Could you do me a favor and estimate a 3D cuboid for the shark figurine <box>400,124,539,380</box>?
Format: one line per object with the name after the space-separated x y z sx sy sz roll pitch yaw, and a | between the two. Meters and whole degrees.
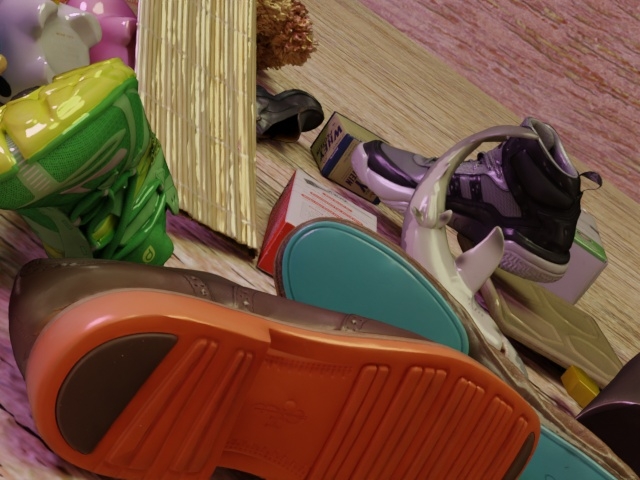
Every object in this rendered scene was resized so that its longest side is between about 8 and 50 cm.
0.114 0.006 1.186 0.166 0.278 0.116 6 -23 -1 | shark figurine

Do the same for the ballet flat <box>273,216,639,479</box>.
0.103 0.119 0.911 0.342 0.116 0.124 39 -3 14 | ballet flat

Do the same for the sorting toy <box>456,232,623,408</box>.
0.250 0.114 1.309 0.229 0.041 0.307 34 16 -17 | sorting toy

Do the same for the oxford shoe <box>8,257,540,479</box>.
-0.013 0.080 0.743 0.363 0.130 0.133 22 14 -36 | oxford shoe

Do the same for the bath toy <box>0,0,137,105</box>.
-0.203 -0.163 1.069 0.348 0.129 0.151 8 75 -53 | bath toy

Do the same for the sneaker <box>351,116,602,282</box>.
0.171 -0.077 1.335 0.268 0.153 0.101 31 20 17 | sneaker

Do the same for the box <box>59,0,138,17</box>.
-0.289 -0.353 1.373 0.154 0.142 0.300 41 17 16 | box

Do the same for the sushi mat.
-0.104 -0.150 1.066 0.151 0.019 0.317 28 50 -43 | sushi mat

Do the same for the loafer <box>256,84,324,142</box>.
-0.045 -0.134 1.400 0.170 0.062 0.061 -6 56 -55 | loafer

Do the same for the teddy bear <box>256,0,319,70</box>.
-0.141 -0.343 1.586 0.245 0.113 0.338 29 -19 52 | teddy bear

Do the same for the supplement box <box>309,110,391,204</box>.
0.042 -0.097 1.452 0.083 0.056 0.083 28 18 -23 | supplement box

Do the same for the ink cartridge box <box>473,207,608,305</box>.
0.275 -0.013 1.601 0.160 0.092 0.219 35 16 -1 | ink cartridge box

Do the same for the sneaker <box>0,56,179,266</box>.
-0.133 -0.032 0.753 0.123 0.109 0.295 63 2 2 | sneaker

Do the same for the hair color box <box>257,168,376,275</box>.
0.000 0.000 1.110 0.093 0.053 0.167 31 18 -7 | hair color box

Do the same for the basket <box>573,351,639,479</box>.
0.292 0.169 1.015 0.227 0.204 0.154 -12 85 -58 | basket
